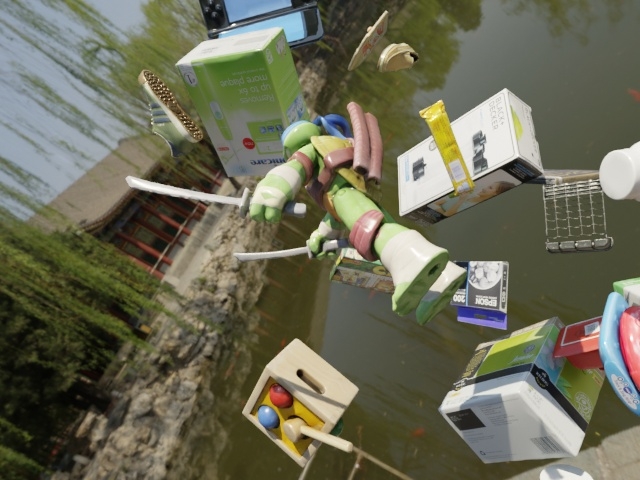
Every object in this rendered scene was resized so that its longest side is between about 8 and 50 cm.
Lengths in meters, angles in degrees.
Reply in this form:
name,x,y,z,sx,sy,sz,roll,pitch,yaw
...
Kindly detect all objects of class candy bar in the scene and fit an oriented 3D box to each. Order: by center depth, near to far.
name,x,y,z,sx,sy,sz,roll,pitch,yaw
candy bar,0.214,-0.149,0.743,0.040,0.162,0.018,-24,11,11

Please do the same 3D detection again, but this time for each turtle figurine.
name,x,y,z,sx,sy,sz,roll,pitch,yaw
turtle figurine,0.000,0.000,0.487,0.274,0.266,0.198,-34,-34,-22

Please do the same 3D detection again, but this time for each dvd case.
name,x,y,z,sx,sy,sz,roll,pitch,yaw
dvd case,0.530,-0.150,1.033,0.164,0.221,0.018,17,114,57

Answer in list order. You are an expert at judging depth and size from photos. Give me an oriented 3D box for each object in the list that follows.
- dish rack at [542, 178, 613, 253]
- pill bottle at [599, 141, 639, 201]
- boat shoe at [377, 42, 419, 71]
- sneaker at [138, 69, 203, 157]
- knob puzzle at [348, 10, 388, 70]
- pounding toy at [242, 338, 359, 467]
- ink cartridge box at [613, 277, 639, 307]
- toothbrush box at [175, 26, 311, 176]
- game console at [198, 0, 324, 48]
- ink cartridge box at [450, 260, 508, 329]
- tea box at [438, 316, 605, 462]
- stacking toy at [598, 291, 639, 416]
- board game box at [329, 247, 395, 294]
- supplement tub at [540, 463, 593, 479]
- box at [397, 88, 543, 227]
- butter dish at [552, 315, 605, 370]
name,x,y,z,sx,sy,sz,roll,pitch,yaw
dish rack,0.894,-0.094,1.569,0.208,0.074,0.272,-6,83,36
pill bottle,0.472,-0.096,0.600,0.087,0.160,0.087,173,90,-86
boat shoe,0.219,-0.491,1.207,0.190,0.072,0.068,-45,-19,-43
sneaker,-0.338,-0.261,0.949,0.086,0.192,0.064,-40,-4,26
knob puzzle,0.149,-0.650,1.478,0.213,0.030,0.213,-51,-1,-1
pounding toy,-0.020,0.222,0.579,0.100,0.141,0.130,-33,-25,-54
ink cartridge box,0.878,0.224,1.129,0.121,0.211,0.289,-10,4,14
toothbrush box,-0.149,-0.291,0.985,0.206,0.283,0.122,2,45,22
game console,-0.155,-0.568,1.063,0.292,0.251,0.173,-13,19,5
ink cartridge box,0.514,0.172,1.452,0.206,0.045,0.209,-4,81,61
tea box,0.585,0.440,1.308,0.323,0.220,0.329,-40,-4,-36
stacking toy,0.588,0.150,0.639,0.301,0.175,0.166,-28,12,48
board game box,0.160,0.082,1.007,0.136,0.259,0.030,111,171,-57
supplement tub,0.633,0.696,1.129,0.144,0.144,0.200,-152,50,-76
box,0.298,-0.161,0.939,0.289,0.087,0.169,-27,51,47
butter dish,0.702,0.278,1.140,0.159,0.118,0.160,-34,-1,41
